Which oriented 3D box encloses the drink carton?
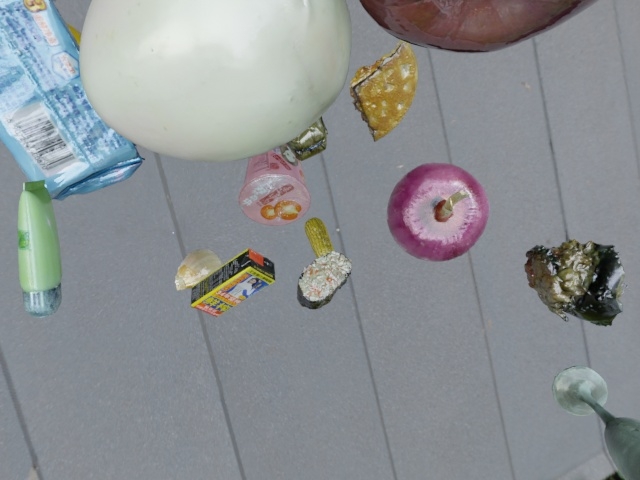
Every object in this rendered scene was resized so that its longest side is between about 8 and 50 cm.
[{"bbox_3d":[-0.171,0.083,0.790,0.165,0.056,0.071,-32,138,23],"label":"drink carton"}]

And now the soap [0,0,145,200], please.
[{"bbox_3d":[-0.376,-0.196,0.553,0.156,0.077,0.293,-29,124,-17],"label":"soap"}]

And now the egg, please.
[{"bbox_3d":[-0.124,-0.242,0.516,0.345,0.283,0.283,-30,101,1],"label":"egg"}]

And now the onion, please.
[{"bbox_3d":[0.404,-0.099,1.451,0.345,0.358,0.358,-8,94,-56],"label":"onion"}]

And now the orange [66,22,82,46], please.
[{"bbox_3d":[-0.829,-0.539,1.241,0.279,0.279,0.235,-26,103,-18],"label":"orange"}]

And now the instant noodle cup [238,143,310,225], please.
[{"bbox_3d":[-0.161,-0.212,1.426,0.243,0.243,0.231,12,46,-20],"label":"instant noodle cup"}]

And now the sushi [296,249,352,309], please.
[{"bbox_3d":[0.007,0.090,0.942,0.090,0.078,0.150,43,59,13],"label":"sushi"}]

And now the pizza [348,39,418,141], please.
[{"bbox_3d":[0.241,-0.578,1.598,0.277,0.114,0.409,-3,131,-11],"label":"pizza"}]

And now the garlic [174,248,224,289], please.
[{"bbox_3d":[-0.426,0.117,1.477,0.164,0.245,0.145,-43,81,-1],"label":"garlic"}]

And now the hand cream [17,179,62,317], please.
[{"bbox_3d":[-0.367,0.011,0.531,0.046,0.095,0.175,-3,101,-20],"label":"hand cream"}]

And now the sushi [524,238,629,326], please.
[{"bbox_3d":[0.655,0.103,1.084,0.218,0.238,0.225,5,68,7],"label":"sushi"}]

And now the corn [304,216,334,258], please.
[{"bbox_3d":[0.000,0.000,1.498,0.080,0.231,0.080,-11,131,-12],"label":"corn"}]

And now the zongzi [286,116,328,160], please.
[{"bbox_3d":[-0.081,-0.373,1.007,0.123,0.260,0.289,-20,132,7],"label":"zongzi"}]

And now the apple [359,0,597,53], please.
[{"bbox_3d":[0.163,-0.332,0.387,0.305,0.305,0.235,15,80,-20],"label":"apple"}]

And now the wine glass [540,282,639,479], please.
[{"bbox_3d":[0.427,0.224,0.640,0.096,0.309,0.264,-31,87,11],"label":"wine glass"}]
